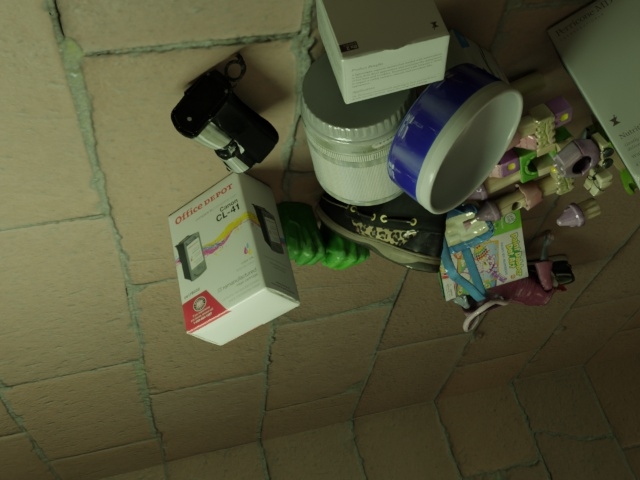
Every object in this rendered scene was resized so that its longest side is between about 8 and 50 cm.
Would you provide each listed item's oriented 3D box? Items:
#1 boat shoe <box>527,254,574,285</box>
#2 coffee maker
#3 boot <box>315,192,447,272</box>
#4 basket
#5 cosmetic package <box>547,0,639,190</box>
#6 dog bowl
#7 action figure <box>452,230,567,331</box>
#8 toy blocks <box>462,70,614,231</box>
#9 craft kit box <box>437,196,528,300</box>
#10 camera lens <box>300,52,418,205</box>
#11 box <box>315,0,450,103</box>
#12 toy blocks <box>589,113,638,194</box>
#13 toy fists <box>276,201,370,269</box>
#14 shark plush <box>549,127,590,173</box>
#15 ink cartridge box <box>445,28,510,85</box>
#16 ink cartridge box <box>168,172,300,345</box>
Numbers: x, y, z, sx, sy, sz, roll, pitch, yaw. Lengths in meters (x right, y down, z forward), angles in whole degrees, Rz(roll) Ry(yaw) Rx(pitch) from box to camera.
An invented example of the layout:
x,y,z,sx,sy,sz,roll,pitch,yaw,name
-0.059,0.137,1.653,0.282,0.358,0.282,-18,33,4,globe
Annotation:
x,y,z,sx,sy,sz,roll,pitch,yaw,name
0.678,0.126,2.535,0.303,0.091,0.114,-15,151,-4,boat shoe
-0.158,-0.224,1.455,0.171,0.120,0.178,-28,150,18,coffee maker
0.157,-0.117,1.728,0.138,0.377,0.284,8,105,-39,boot
0.322,-0.007,1.910,0.201,0.289,0.255,-26,149,16,basket
0.620,-0.290,1.489,0.217,0.385,0.156,-32,149,19,cosmetic package
0.246,-0.184,1.426,0.265,0.104,0.265,-38,152,-24,dog bowl
0.595,0.129,2.339,0.370,0.275,0.248,12,136,-20,action figure
0.417,-0.146,1.659,0.260,0.309,0.288,-24,138,-2,toy blocks
0.434,0.023,2.145,0.247,0.061,0.250,-19,120,-4,craft kit box
0.081,-0.212,1.499,0.219,0.219,0.274,-17,151,-1,camera lens
0.100,-0.351,1.312,0.181,0.182,0.119,-15,153,-4,box
0.809,-0.249,1.813,0.261,0.190,0.381,-22,152,30,toy blocks
0.000,0.000,1.902,0.279,0.142,0.096,9,142,-38,toy fists
0.636,-0.213,1.972,0.067,0.073,0.161,18,150,-1,shark plush
0.308,-0.332,1.536,0.180,0.104,0.060,14,137,-44,ink cartridge box
-0.194,0.039,1.696,0.226,0.306,0.131,-31,148,23,ink cartridge box
